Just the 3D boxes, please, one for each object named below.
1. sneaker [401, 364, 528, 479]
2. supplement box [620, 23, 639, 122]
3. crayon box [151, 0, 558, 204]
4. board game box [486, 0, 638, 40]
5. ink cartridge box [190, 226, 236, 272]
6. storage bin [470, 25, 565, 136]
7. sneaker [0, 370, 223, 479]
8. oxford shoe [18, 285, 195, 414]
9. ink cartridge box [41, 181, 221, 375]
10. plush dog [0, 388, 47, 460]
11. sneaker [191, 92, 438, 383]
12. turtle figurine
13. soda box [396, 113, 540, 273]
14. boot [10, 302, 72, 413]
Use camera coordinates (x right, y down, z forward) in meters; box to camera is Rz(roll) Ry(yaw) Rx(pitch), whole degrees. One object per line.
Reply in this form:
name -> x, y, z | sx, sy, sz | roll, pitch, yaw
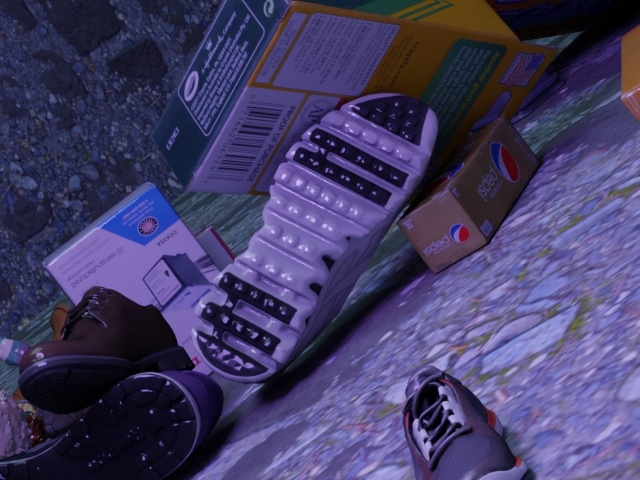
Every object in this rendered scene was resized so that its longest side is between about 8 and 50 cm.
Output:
sneaker -> 0.064, 0.106, 0.915 | 0.061, 0.065, 0.158 | -36, 8, 3
supplement box -> 0.277, -0.125, 1.294 | 0.078, 0.080, 0.233 | -35, 6, 18
crayon box -> 0.034, -0.134, 1.534 | 0.323, 0.083, 0.203 | 3, -50, -40
board game box -> 0.222, -0.435, 1.910 | 0.356, 0.356, 0.356 | -13, -7, -35
ink cartridge box -> -0.126, 0.044, 1.921 | 0.063, 0.109, 0.150 | -39, 8, -11
storage bin -> 0.199, -0.185, 1.920 | 0.098, 0.091, 0.135 | -39, 9, -20
sneaker -> -0.199, 0.204, 1.457 | 0.283, 0.107, 0.124 | -31, -5, 16
oxford shoe -> -0.195, 0.089, 1.446 | 0.083, 0.096, 0.227 | -29, -10, 17
ink cartridge box -> -0.170, 0.056, 1.751 | 0.140, 0.190, 0.082 | -38, 9, -7
plush dog -> -0.407, 0.234, 1.797 | 0.225, 0.262, 0.210 | -44, 39, 17
sneaker -> 0.000, 0.000, 1.477 | 0.292, 0.110, 0.118 | -53, -19, -7
turtle figurine -> -0.285, 0.161, 1.947 | 0.234, 0.118, 0.175 | -36, -33, -8
soda box -> 0.132, -0.043, 1.506 | 0.061, 0.058, 0.181 | -33, 8, 32
boot -> -0.338, 0.164, 2.144 | 0.152, 0.073, 0.197 | -44, 28, -7
